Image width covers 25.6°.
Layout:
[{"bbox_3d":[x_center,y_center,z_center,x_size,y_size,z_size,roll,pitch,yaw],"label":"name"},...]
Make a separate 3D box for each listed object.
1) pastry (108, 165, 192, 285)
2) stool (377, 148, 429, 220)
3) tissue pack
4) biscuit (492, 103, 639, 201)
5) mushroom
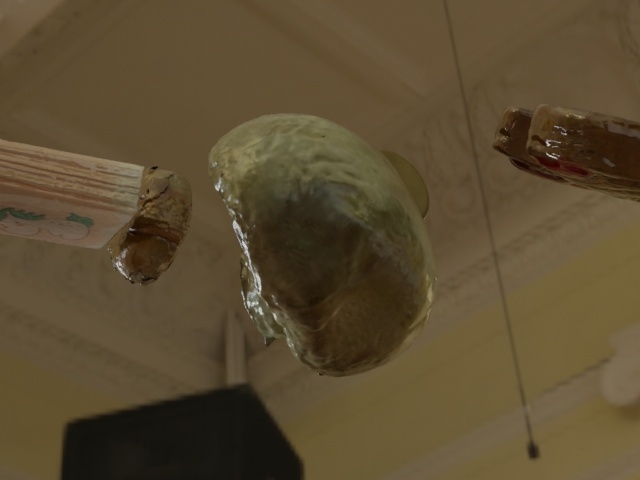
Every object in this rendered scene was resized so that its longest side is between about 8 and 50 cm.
[{"bbox_3d":[-0.209,-0.017,1.740,0.081,0.153,0.153,31,-50,-19],"label":"pastry"},{"bbox_3d":[0.062,-0.040,1.743,0.135,0.134,0.110,1,-28,-40],"label":"stool"},{"bbox_3d":[-0.379,-0.064,1.587,0.325,0.071,0.170,11,-19,-20],"label":"tissue pack"},{"bbox_3d":[0.328,-0.061,1.270,0.381,0.074,0.359,6,5,-37],"label":"biscuit"},{"bbox_3d":[0.008,0.001,1.327,0.189,0.267,0.164,-16,-1,2],"label":"mushroom"}]
